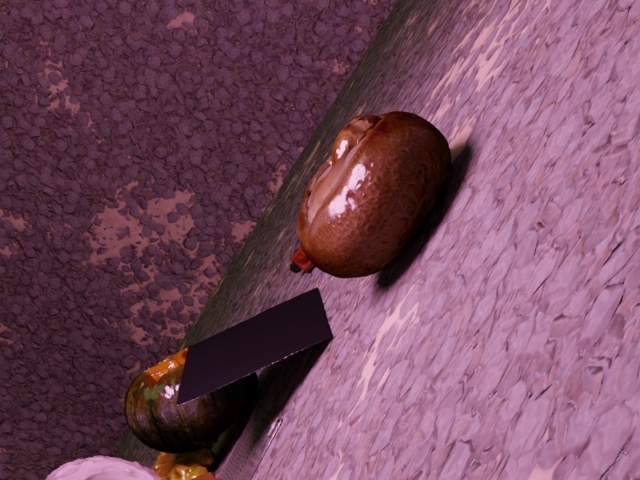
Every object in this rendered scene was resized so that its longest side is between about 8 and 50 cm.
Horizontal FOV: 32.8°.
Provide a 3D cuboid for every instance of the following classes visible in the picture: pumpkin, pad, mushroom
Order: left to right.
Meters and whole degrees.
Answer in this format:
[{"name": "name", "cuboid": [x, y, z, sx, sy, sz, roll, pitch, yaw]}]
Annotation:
[{"name": "pumpkin", "cuboid": [-0.220, 0.273, 1.862, 0.238, 0.159, 0.238, -23, 4, 2]}, {"name": "pad", "cuboid": [-0.118, 0.330, 1.656, 0.160, 0.009, 0.265, -61, 7, -9]}, {"name": "pad", "cuboid": [-0.104, 0.158, 1.710, 0.247, 0.007, 0.367, -24, 9, -1]}, {"name": "mushroom", "cuboid": [0.065, -0.062, 1.397, 0.253, 0.153, 0.253, -55, 9, 13]}]

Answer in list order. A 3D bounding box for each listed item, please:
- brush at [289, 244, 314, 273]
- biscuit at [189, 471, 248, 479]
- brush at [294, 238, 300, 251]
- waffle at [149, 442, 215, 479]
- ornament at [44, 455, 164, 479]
[{"name": "brush", "cuboid": [0.001, 0.000, 2.018, 0.070, 0.051, 0.323, -55, 2, -22]}, {"name": "biscuit", "cuboid": [-0.165, 0.360, 1.383, 0.186, 0.044, 0.295, -37, 11, -29]}, {"name": "brush", "cuboid": [-0.042, 0.024, 2.299, 0.070, 0.021, 0.196, -59, 7, 20]}, {"name": "waffle", "cuboid": [-0.301, 0.454, 1.918, 0.307, 0.060, 0.312, -41, 7, -1]}, {"name": "ornament", "cuboid": [-0.325, 0.451, 1.594, 0.259, 0.259, 0.225, -69, 3, -53]}]
